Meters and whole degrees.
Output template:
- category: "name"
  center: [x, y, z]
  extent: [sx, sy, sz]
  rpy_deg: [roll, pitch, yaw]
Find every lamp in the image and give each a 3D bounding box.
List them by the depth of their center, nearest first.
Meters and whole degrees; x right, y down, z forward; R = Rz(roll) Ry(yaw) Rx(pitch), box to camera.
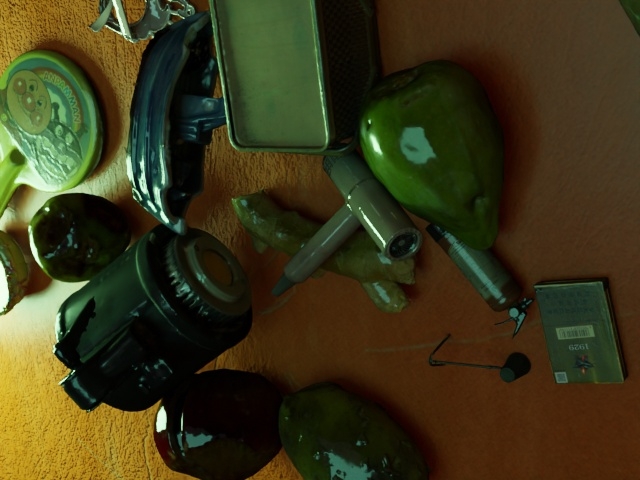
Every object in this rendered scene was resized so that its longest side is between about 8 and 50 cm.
- category: "lamp"
  center: [0.206, 0.161, 1.338]
  extent: [0.121, 0.054, 0.041]
  rpy_deg: [10, 112, 30]
- category: "lamp"
  center: [-0.230, 0.104, 1.493]
  extent: [0.272, 0.374, 0.205]
  rpy_deg: [-39, 98, 5]

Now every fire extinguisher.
- category: "fire extinguisher"
  center: [0.204, 0.041, 1.299]
  extent: [0.062, 0.050, 0.177]
  rpy_deg: [-42, 82, 25]

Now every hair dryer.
- category: "hair dryer"
  center: [0.013, 0.013, 1.302]
  extent: [0.220, 0.054, 0.195]
  rpy_deg: [-53, 41, 17]

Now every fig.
- category: "fig"
  center: [0.136, -0.100, 1.218]
  extent: [0.167, 0.167, 0.233]
  rpy_deg: [-23, 78, 37]
- category: "fig"
  center: [-0.384, -0.005, 1.610]
  extent: [0.144, 0.154, 0.166]
  rpy_deg: [50, 155, -15]

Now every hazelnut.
- category: "hazelnut"
  center: [-0.144, 0.278, 1.553]
  extent: [0.204, 0.178, 0.178]
  rpy_deg: [-19, 96, 31]

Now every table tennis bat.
- category: "table tennis bat"
  center: [-0.479, -0.150, 1.675]
  extent: [0.369, 0.054, 0.224]
  rpy_deg: [-43, 81, 32]

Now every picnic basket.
- category: "picnic basket"
  center: [-0.027, -0.240, 1.292]
  extent: [0.165, 0.139, 0.266]
  rpy_deg: [3, 108, 32]

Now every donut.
- category: "donut"
  center: [-0.554, 0.056, 1.789]
  extent: [0.108, 0.065, 0.166]
  rpy_deg: [9, 111, 30]

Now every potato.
- category: "potato"
  center: [0.040, 0.294, 1.451]
  extent: [0.251, 0.113, 0.149]
  rpy_deg: [37, 99, 13]

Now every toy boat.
- category: "toy boat"
  center: [-0.179, -0.161, 1.409]
  extent: [0.142, 0.129, 0.309]
  rpy_deg: [9, 92, 22]

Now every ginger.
- category: "ginger"
  center: [0.002, -0.001, 1.409]
  extent: [0.299, 0.065, 0.118]
  rpy_deg: [24, 113, 27]

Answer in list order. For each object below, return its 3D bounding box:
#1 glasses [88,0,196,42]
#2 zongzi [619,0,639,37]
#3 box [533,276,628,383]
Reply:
- category: "glasses"
  center: [-0.244, -0.372, 1.418]
  extent: [0.162, 0.095, 0.255]
  rpy_deg: [13, 116, 11]
- category: "zongzi"
  center: [0.403, -0.133, 1.075]
  extent: [0.300, 0.145, 0.273]
  rpy_deg: [28, 127, 41]
- category: "box"
  center: [0.320, 0.112, 1.266]
  extent: [0.090, 0.023, 0.133]
  rpy_deg: [-7, 103, 36]
